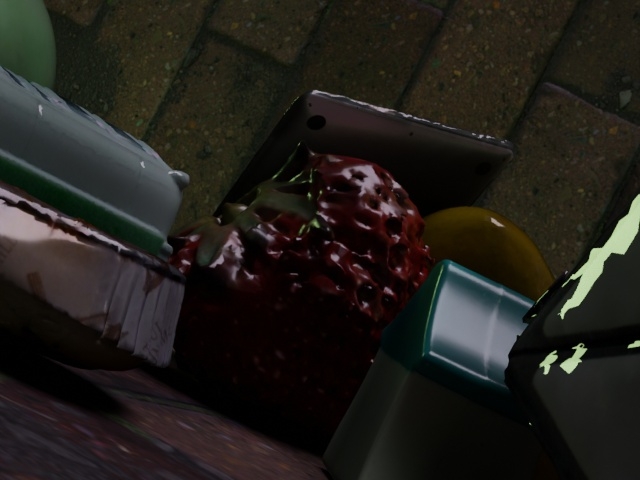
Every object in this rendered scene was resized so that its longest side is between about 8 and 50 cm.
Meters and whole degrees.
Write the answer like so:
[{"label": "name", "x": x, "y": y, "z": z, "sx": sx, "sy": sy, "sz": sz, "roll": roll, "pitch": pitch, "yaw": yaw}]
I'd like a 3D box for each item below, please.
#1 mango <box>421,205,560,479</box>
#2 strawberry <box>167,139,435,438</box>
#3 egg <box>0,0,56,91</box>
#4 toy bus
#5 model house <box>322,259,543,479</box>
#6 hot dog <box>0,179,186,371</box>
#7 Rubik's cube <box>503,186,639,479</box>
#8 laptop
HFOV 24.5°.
[{"label": "mango", "x": 0.123, "y": 0.099, "z": 1.146, "sx": 0.195, "sy": 0.142, "sz": 0.332, "roll": -15, "pitch": -44, "yaw": 24}, {"label": "strawberry", "x": -0.008, "y": 0.046, "z": 0.976, "sx": 0.184, "sy": 0.187, "sz": 0.201, "roll": -17, "pitch": -69, "yaw": 40}, {"label": "egg", "x": -0.319, "y": -0.144, "z": 1.153, "sx": 0.220, "sy": 0.220, "sz": 0.269, "roll": 28, "pitch": 6, "yaw": -25}, {"label": "toy bus", "x": -0.220, "y": -0.054, "z": 0.882, "sx": 0.164, "sy": 0.134, "sz": 0.276, "roll": 25, "pitch": -3, "yaw": 45}, {"label": "model house", "x": 0.080, "y": 0.096, "z": 0.851, "sx": 0.100, "sy": 0.149, "sz": 0.127, "roll": 25, "pitch": 0, "yaw": -9}, {"label": "hot dog", "x": -0.187, "y": -0.007, "z": 0.692, "sx": 0.268, "sy": 0.075, "sz": 0.144, "roll": 24, "pitch": -6, "yaw": -10}, {"label": "Rubik's cube", "x": 0.317, "y": 0.085, "z": 0.697, "sx": 0.307, "sy": 0.310, "sz": 0.305, "roll": 25, "pitch": 21, "yaw": -30}, {"label": "laptop", "x": 0.000, "y": 0.000, "z": 1.099, "sx": 0.187, "sy": 0.269, "sz": 0.015, "roll": 12, "pitch": 44, "yaw": -31}]
